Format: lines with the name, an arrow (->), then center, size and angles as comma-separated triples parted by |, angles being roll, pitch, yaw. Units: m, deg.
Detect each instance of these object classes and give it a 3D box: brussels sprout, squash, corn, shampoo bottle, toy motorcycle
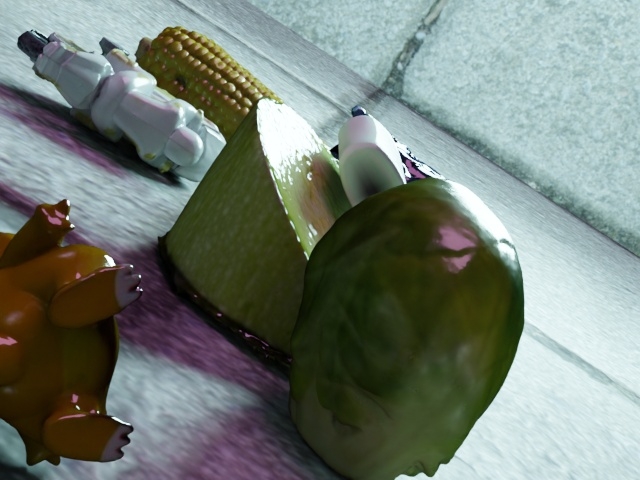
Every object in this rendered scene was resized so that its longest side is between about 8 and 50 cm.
brussels sprout -> 0.054, 0.053, 0.803 | 0.144, 0.180, 0.161 | 19, 28, -24
squash -> 0.002, 0.015, 0.964 | 0.220, 0.133, 0.220 | 37, 12, -9
corn -> -0.089, -0.125, 1.311 | 0.262, 0.097, 0.097 | 38, 14, 18
shampoo bottle -> 0.039, -0.054, 0.997 | 0.099, 0.043, 0.072 | -93, 157, -69
toy motorcycle -> -0.157, -0.109, 1.139 | 0.229, 0.074, 0.151 | 35, 4, -39

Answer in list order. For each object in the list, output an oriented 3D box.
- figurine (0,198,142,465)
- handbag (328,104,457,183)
figurine -> -0.155, 0.037, 0.597 | 0.122, 0.121, 0.176 | -2, 11, -19
handbag -> 0.078, -0.008, 1.166 | 0.162, 0.113, 0.260 | 46, -1, 30
